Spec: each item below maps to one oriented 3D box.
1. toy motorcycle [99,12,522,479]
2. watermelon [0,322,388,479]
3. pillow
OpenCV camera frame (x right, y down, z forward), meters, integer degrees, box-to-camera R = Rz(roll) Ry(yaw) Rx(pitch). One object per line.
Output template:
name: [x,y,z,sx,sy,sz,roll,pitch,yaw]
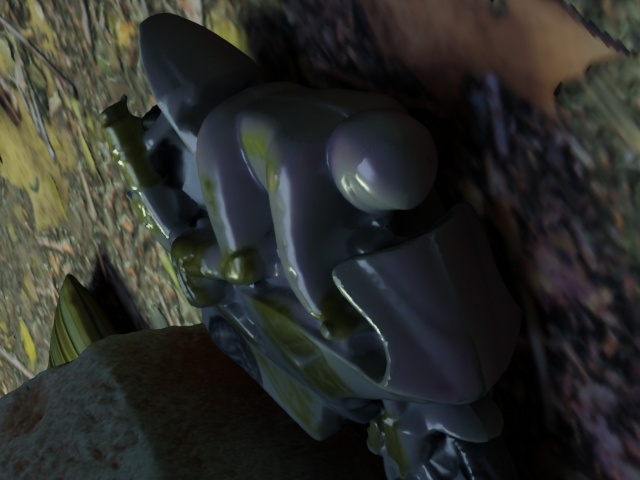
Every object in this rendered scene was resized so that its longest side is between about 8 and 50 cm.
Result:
toy motorcycle: [0.000,0.000,0.539,0.225,0.073,0.152,47,147,29]
watermelon: [-0.072,0.131,0.654,0.320,0.289,0.214,100,178,-76]
pillow: [-0.135,0.107,0.919,0.113,0.038,0.203,56,153,17]
